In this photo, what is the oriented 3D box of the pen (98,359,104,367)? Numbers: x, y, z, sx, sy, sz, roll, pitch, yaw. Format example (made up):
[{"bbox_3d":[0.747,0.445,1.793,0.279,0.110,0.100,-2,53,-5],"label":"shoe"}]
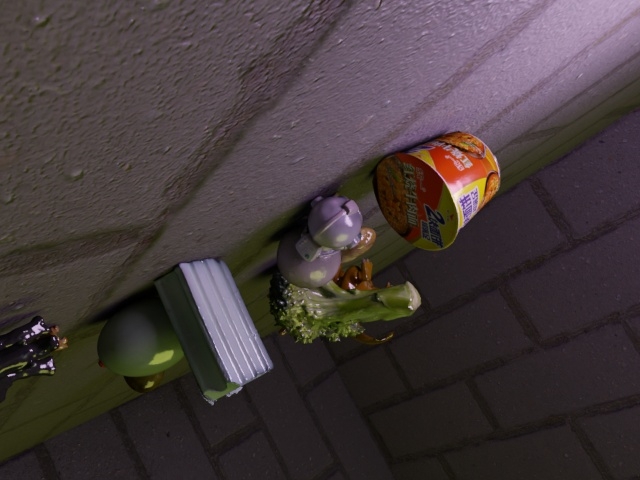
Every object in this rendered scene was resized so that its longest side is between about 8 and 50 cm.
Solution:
[{"bbox_3d":[-0.493,0.273,1.458,0.239,0.028,0.028,-31,170,16],"label":"pen"}]

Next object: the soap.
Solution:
[{"bbox_3d":[-0.205,0.171,1.068,0.094,0.261,0.150,-29,170,24],"label":"soap"}]

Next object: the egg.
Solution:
[{"bbox_3d":[-0.344,0.192,1.098,0.192,0.149,0.149,-21,168,-15],"label":"egg"}]

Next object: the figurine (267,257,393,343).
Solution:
[{"bbox_3d":[0.033,0.196,1.933,0.387,0.267,0.401,-16,147,41],"label":"figurine"}]

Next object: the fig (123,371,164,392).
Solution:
[{"bbox_3d":[-0.517,0.370,1.750,0.236,0.124,0.124,-50,178,-22],"label":"fig"}]

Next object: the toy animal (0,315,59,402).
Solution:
[{"bbox_3d":[-0.477,0.190,0.823,0.245,0.114,0.146,-36,169,34],"label":"toy animal"}]

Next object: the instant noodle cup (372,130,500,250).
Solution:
[{"bbox_3d":[0.237,-0.111,1.094,0.174,0.213,0.213,-34,174,-29],"label":"instant noodle cup"}]

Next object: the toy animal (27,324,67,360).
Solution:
[{"bbox_3d":[-0.489,0.189,0.962,0.083,0.060,0.081,-28,-150,-10],"label":"toy animal"}]

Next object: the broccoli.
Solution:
[{"bbox_3d":[0.034,0.156,1.505,0.353,0.274,0.397,0,173,-33],"label":"broccoli"}]

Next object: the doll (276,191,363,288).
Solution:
[{"bbox_3d":[0.000,0.000,1.140,0.151,0.150,0.287,-24,165,-28],"label":"doll"}]

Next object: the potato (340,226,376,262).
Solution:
[{"bbox_3d":[0.090,0.014,1.612,0.107,0.080,0.170,-22,173,-38],"label":"potato"}]
